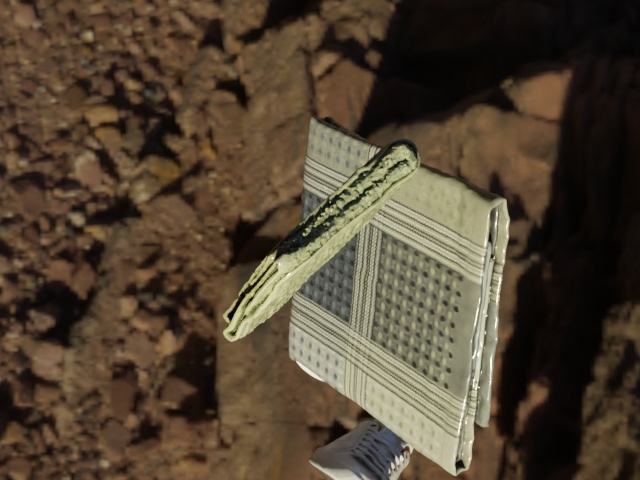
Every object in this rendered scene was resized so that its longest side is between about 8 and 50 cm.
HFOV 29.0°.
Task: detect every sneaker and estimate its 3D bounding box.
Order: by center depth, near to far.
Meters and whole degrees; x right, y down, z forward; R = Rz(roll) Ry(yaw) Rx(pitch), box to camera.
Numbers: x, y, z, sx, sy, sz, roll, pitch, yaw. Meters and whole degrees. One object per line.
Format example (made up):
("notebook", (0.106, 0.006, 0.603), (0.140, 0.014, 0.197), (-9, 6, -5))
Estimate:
("sneaker", (0.060, 0.276, 1.599), (0.106, 0.123, 0.290), (46, -3, 2))

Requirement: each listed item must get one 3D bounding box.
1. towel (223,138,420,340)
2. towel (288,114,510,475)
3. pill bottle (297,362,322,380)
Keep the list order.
("towel", (0.000, 0.000, 0.783), (0.027, 0.110, 0.148), (44, 54, 3))
("towel", (0.078, 0.051, 1.319), (0.056, 0.324, 0.312), (-9, 116, -34))
("pill bottle", (0.043, 0.099, 1.794), (0.117, 0.118, 0.208), (66, 33, -30))
